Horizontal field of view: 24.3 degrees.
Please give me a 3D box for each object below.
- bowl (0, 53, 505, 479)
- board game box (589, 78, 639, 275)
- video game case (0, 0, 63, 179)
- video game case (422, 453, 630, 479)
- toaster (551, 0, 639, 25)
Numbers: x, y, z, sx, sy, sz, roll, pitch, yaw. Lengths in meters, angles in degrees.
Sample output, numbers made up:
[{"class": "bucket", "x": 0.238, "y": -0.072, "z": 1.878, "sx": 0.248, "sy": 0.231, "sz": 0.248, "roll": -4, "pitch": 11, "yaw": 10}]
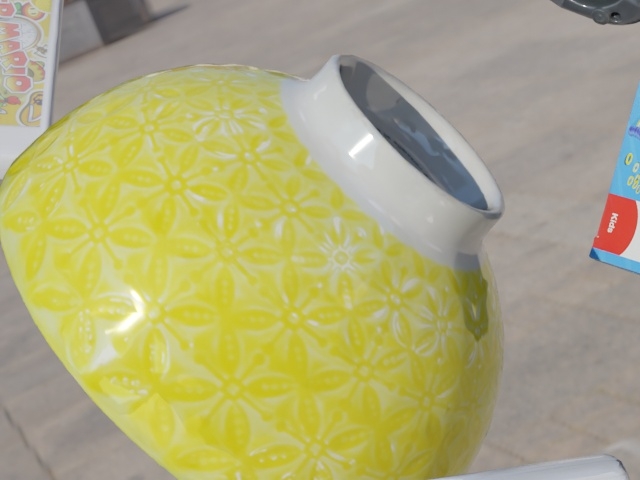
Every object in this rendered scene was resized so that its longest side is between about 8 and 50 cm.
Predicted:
[{"class": "bowl", "x": 0.000, "y": 0.000, "z": 0.755, "sx": 0.156, "sy": 0.289, "sz": 0.289, "roll": -46, "pitch": 5, "yaw": 21}, {"class": "board game box", "x": 0.326, "y": -0.106, "z": 0.883, "sx": 0.308, "sy": 0.302, "sz": 0.086, "roll": 8, "pitch": 9, "yaw": -40}, {"class": "video game case", "x": -0.283, "y": -0.128, "z": 1.012, "sx": 0.206, "sy": 0.026, "sz": 0.227, "roll": 2, "pitch": 45, "yaw": -8}, {"class": "video game case", "x": 0.009, "y": 0.162, "z": 0.420, "sx": 0.173, "sy": 0.190, "sz": 0.022, "roll": -8, "pitch": 13, "yaw": -2}, {"class": "toaster", "x": 0.127, "y": -0.210, "z": 0.726, "sx": 0.146, "sy": 0.227, "sz": 0.129, "roll": -54, "pitch": -13, "yaw": -33}]
